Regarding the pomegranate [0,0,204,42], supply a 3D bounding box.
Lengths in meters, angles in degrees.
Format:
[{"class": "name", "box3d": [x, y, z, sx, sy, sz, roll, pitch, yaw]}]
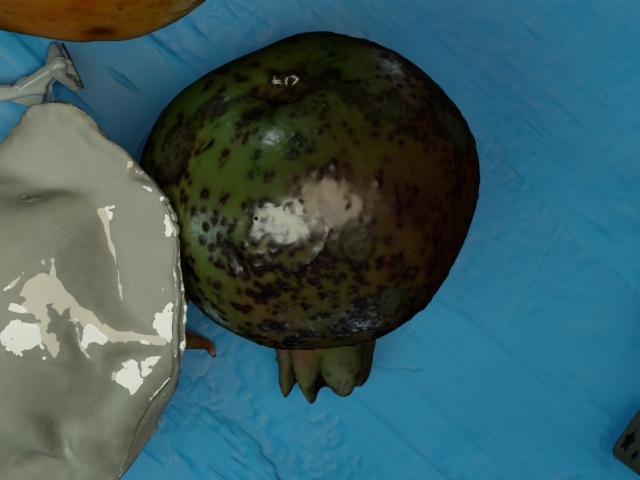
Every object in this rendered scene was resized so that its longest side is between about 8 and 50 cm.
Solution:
[{"class": "pomegranate", "box3d": [-0.187, -0.339, 1.214, 0.410, 0.410, 0.410, -2, 97, -12]}]

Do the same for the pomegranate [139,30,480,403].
[{"class": "pomegranate", "box3d": [0.000, 0.000, 1.349, 0.285, 0.285, 0.340, -17, 131, -10]}]

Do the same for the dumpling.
[{"class": "dumpling", "box3d": [-0.238, 0.083, 1.293, 0.260, 0.181, 0.341, 36, 82, 22]}]

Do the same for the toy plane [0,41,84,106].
[{"class": "toy plane", "box3d": [-0.352, -0.114, 1.338, 0.273, 0.107, 0.182, -27, 60, -33]}]

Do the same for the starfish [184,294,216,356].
[{"class": "starfish", "box3d": [-0.152, 0.087, 1.414, 0.133, 0.041, 0.130, 19, 94, -14]}]

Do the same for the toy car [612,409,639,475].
[{"class": "toy car", "box3d": [0.426, 0.083, 1.446, 0.226, 0.242, 0.336, 10, 96, -11]}]
